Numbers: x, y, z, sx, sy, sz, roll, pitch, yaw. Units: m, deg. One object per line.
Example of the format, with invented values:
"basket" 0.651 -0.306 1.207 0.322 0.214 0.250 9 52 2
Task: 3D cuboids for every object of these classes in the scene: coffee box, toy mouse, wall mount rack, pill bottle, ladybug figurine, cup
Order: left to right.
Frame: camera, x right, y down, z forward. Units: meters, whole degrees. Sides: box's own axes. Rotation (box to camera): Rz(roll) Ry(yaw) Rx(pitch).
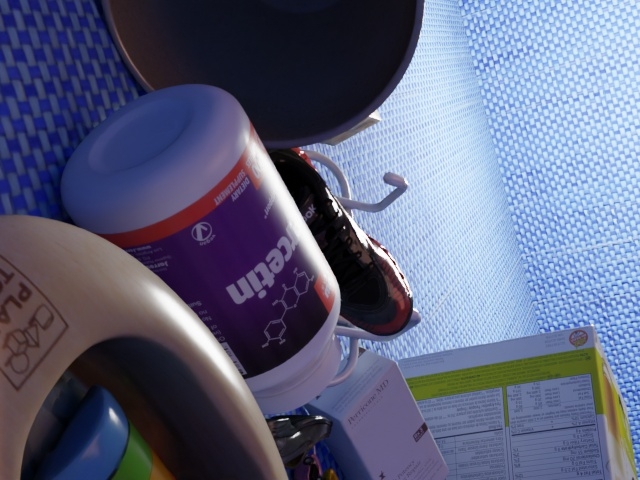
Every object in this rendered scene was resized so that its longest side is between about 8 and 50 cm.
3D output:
"ladybug figurine" -0.168 0.179 0.668 0.449 0.162 0.305 62 36 -27
"pill bottle" -0.095 0.021 0.965 0.181 0.182 0.323 -80 150 -46
"cup" -0.043 -0.299 1.092 0.237 0.331 0.331 -73 144 -57
"wall mount rack" -0.025 -0.003 1.270 0.304 0.130 0.350 12 59 -26
"toy mouse" -0.010 0.324 1.226 0.143 0.031 0.161 -29 105 -69
"coffee box" 0.342 0.386 1.679 0.337 0.338 0.334 52 32 -48

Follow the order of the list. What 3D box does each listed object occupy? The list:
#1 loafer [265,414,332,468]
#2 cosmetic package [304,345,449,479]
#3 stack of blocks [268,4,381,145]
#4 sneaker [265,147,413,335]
"loafer" -0.039 0.237 1.173 0.170 0.062 0.061 8 77 -58
"cosmetic package" 0.079 0.267 1.355 0.117 0.085 0.231 -44 128 -24
"stack of blocks" -0.030 -0.236 1.378 0.171 0.087 0.297 66 19 8
"sneaker" 0.000 0.000 1.114 0.276 0.098 0.135 51 7 1
